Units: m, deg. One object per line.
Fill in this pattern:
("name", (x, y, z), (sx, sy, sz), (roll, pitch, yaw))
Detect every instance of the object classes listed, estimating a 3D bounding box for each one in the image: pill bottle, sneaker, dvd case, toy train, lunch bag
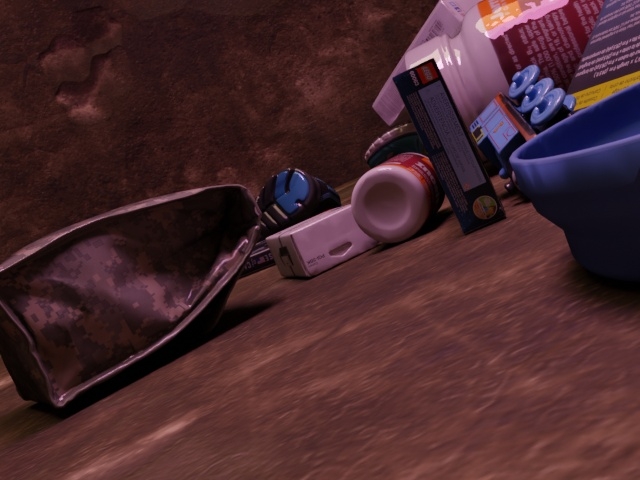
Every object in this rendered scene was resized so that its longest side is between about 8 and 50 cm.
("pill bottle", (0.095, -0.054, 1.001), (0.086, 0.086, 0.152), (-22, 6, 23))
("sneaker", (-0.114, -0.017, 1.644), (0.341, 0.125, 0.139), (-24, -22, 31))
("sneaker", (0.192, -0.159, 1.501), (0.275, 0.110, 0.107), (-15, 1, 39))
("dvd case", (-0.058, 0.009, 1.413), (0.238, 0.030, 0.179), (-22, 6, 32))
("toy train", (0.215, -0.106, 0.881), (0.105, 0.080, 0.184), (-51, 16, 18))
("lunch bag", (-0.209, 0.046, 0.945), (0.287, 0.169, 0.235), (-32, 8, -27))
("pill bottle", (0.330, -0.254, 1.191), (0.392, 0.224, 0.224), (-23, 5, 17))

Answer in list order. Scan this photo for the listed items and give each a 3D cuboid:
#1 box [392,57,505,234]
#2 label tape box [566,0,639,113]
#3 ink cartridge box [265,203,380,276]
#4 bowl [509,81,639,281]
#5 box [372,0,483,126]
("box", (0.132, -0.102, 0.905), (0.044, 0.159, 0.233), (-25, 5, 11))
("label tape box", (0.366, -0.201, 0.894), (0.334, 0.106, 0.240), (-66, 10, -4))
("ink cartridge box", (0.000, 0.000, 1.056), (0.099, 0.056, 0.135), (-25, 4, -15))
("bowl", (0.293, -0.086, 0.448), (0.391, 0.077, 0.391), (-24, 5, 2))
("box", (0.252, -0.317, 1.448), (0.322, 0.058, 0.232), (-23, -21, -40))
